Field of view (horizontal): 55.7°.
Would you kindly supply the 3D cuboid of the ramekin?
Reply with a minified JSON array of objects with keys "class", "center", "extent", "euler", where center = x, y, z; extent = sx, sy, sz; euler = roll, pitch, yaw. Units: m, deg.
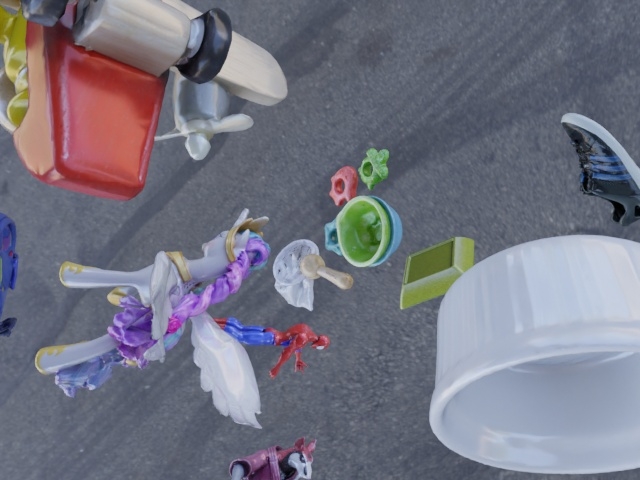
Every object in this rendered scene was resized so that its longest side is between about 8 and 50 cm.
[{"class":"ramekin","center":[0.245,0.118,0.601],"extent":[0.277,0.277,0.135],"euler":[-15,47,21]}]

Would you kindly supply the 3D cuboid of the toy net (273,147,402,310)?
[{"class":"toy net","center":[0.000,0.000,0.649],"extent":[0.232,0.045,0.122],"euler":[-36,64,46]}]

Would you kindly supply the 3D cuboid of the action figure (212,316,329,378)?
[{"class":"action figure","center":[-0.122,0.238,1.299],"extent":[0.281,0.091,0.139],"euler":[3,103,0]}]

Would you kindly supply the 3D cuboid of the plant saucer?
[{"class":"plant saucer","center":[0.270,0.064,1.446],"extent":[0.188,0.188,0.045],"euler":[-24,113,26]}]

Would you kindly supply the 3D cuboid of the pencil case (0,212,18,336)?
[{"class":"pencil case","center":[-0.433,0.006,0.550],"extent":[0.306,0.133,0.119],"euler":[12,87,-9]}]

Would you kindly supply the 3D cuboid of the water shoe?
[{"class":"water shoe","center":[0.429,-0.105,0.928],"extent":[0.080,0.073,0.203],"euler":[-44,95,9]}]

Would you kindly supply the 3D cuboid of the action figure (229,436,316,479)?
[{"class":"action figure","center":[-0.141,0.585,1.377],"extent":[0.370,0.276,0.248],"euler":[-46,108,-6]}]

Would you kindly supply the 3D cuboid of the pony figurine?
[{"class":"pony figurine","center":[-0.243,0.114,0.940],"extent":[0.364,0.302,0.351],"euler":[-18,43,10]}]

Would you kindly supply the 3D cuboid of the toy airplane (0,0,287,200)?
[{"class":"toy airplane","center":[-0.240,-0.217,0.570],"extent":[0.386,0.384,0.272],"euler":[42,123,-4]}]
